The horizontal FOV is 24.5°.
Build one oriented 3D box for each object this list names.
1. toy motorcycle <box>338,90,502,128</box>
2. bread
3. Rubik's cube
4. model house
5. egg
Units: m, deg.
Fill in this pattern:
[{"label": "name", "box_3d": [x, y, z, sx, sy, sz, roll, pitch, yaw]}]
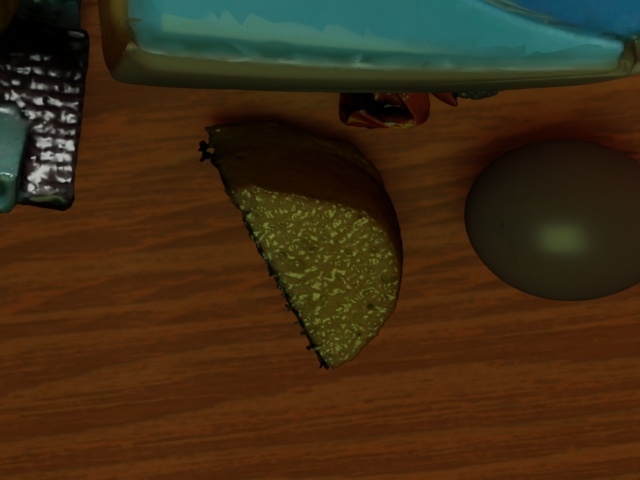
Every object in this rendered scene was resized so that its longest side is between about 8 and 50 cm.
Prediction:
[{"label": "toy motorcycle", "box_3d": [0.035, -0.193, 1.242, 0.298, 0.089, 0.171, 37, 111, -24]}, {"label": "bread", "box_3d": [0.006, -0.008, 1.334, 0.134, 0.129, 0.260, -28, 121, 4]}, {"label": "Rubik's cube", "box_3d": [0.024, -0.273, 0.982, 0.352, 0.347, 0.352, -3, 95, -9]}, {"label": "model house", "box_3d": [-0.326, -0.127, 1.161, 0.281, 0.249, 0.230, 5, 120, -8]}, {"label": "egg", "box_3d": [0.228, -0.017, 1.332, 0.199, 0.146, 0.146, 9, 121, -15]}]
